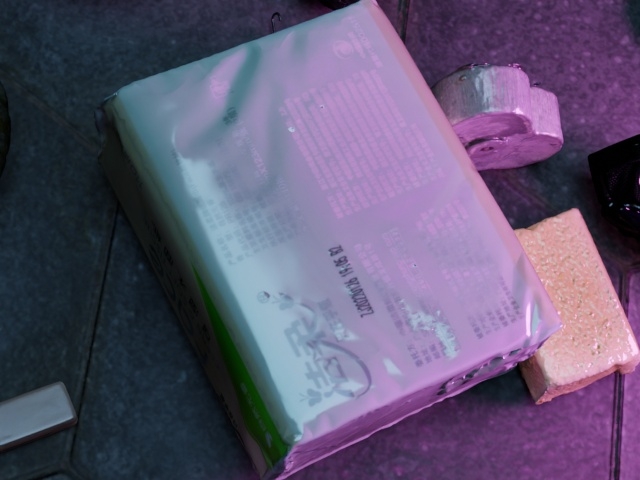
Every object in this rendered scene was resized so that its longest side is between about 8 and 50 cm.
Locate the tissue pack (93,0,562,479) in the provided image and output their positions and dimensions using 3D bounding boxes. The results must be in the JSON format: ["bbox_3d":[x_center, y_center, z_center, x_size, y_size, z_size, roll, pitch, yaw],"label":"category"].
[{"bbox_3d":[0.000,0.000,1.637,0.332,0.205,0.405,-23,76,-19],"label":"tissue pack"}]

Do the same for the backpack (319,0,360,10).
[{"bbox_3d":[0.044,-0.344,1.834,0.120,0.106,0.165,28,63,-5],"label":"backpack"}]

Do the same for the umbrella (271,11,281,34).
[{"bbox_3d":[-0.046,-0.199,1.809,0.013,0.022,0.122,2,78,-38],"label":"umbrella"}]

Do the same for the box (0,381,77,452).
[{"bbox_3d":[-0.303,0.181,1.602,0.115,0.025,0.048,-20,69,-18],"label":"box"}]

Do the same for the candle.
[{"bbox_3d":[0.171,-0.128,1.762,0.168,0.192,0.068,-18,68,29],"label":"candle"}]

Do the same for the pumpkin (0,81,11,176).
[{"bbox_3d":[-0.429,-0.105,1.615,0.238,0.159,0.238,1,73,-4],"label":"pumpkin"}]

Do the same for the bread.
[{"bbox_3d":[0.255,0.071,1.738,0.125,0.068,0.188,-17,74,-18],"label":"bread"}]

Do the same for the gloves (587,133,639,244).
[{"bbox_3d":[0.403,-0.024,1.783,0.164,0.124,0.203,-20,96,4],"label":"gloves"}]
